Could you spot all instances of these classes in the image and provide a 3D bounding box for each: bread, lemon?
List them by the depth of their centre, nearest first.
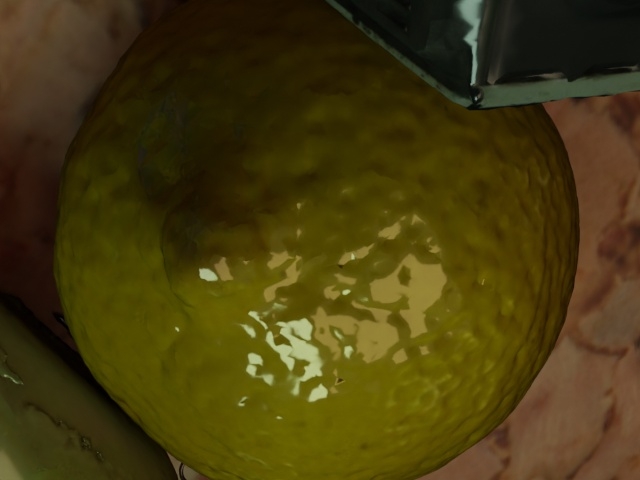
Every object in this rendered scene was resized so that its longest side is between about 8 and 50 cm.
[{"bbox_3d":[0.000,-0.002,0.635,0.228,0.228,0.253,-40,168,-4],"label":"lemon"},{"bbox_3d":[-0.159,0.111,0.668,0.158,0.156,0.260,-42,129,-4],"label":"bread"}]

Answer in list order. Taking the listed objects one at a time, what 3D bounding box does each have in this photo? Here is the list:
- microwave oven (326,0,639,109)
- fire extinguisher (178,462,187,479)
[{"bbox_3d":[0.088,-0.260,0.519,0.219,0.286,0.354,-8,124,-25],"label":"microwave oven"},{"bbox_3d":[-0.021,0.090,0.815,0.173,0.035,0.049,-46,133,-3],"label":"fire extinguisher"}]
